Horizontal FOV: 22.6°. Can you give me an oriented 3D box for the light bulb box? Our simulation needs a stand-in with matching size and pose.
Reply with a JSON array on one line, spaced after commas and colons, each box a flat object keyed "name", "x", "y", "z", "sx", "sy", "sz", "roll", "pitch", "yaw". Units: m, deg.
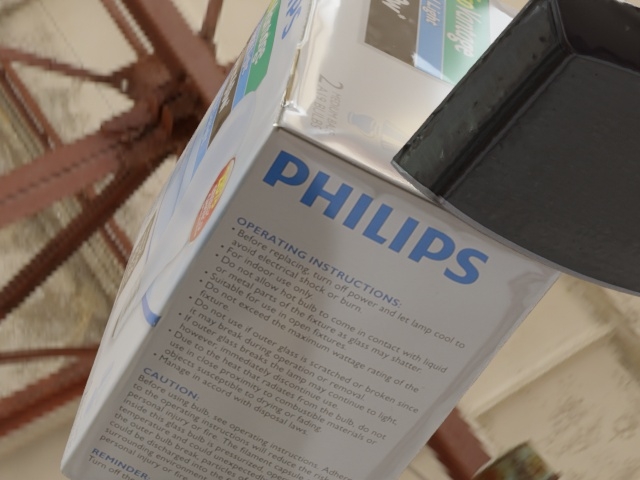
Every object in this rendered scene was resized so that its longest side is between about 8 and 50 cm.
[{"name": "light bulb box", "x": 0.000, "y": 0.000, "z": 1.250, "sx": 0.225, "sy": 0.361, "sz": 0.358, "roll": 26, "pitch": -147, "yaw": -12}]

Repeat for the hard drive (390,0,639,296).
[{"name": "hard drive", "x": 0.189, "y": -0.044, "z": 0.962, "sx": 0.254, "sy": 0.172, "sz": 0.054, "roll": 20, "pitch": -143, "yaw": -31}]
